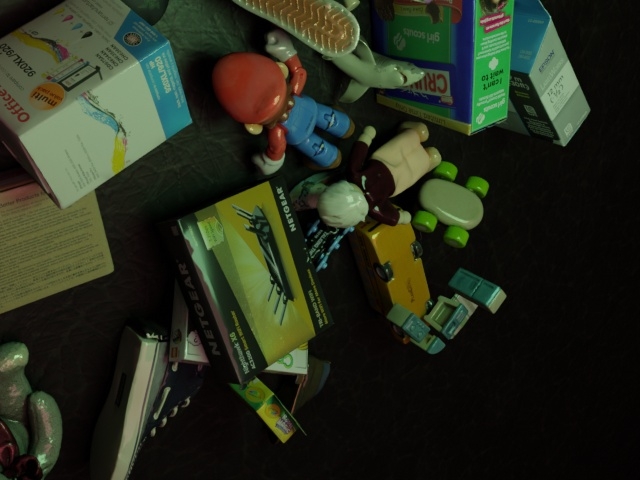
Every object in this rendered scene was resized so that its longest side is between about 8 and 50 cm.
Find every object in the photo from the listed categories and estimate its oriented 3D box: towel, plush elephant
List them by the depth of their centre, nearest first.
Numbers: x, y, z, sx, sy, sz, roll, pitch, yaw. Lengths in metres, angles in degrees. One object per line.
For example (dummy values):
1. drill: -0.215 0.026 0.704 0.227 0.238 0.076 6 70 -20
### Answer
1. plush elephant: -0.507 0.385 1.094 0.272 0.255 0.330 -30 127 -25
2. towel: 0.374 0.181 1.877 0.152 0.023 0.113 -50 135 -11

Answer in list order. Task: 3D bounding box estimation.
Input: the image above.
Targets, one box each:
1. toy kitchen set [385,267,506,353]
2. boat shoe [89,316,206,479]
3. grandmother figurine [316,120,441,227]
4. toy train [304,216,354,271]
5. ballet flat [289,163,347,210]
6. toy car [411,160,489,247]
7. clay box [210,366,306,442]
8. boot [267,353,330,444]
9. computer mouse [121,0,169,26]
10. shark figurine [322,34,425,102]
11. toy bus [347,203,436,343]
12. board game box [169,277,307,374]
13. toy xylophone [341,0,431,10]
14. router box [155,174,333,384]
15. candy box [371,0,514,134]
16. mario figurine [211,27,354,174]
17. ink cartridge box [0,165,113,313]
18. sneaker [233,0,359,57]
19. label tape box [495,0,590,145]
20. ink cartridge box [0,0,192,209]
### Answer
1. toy kitchen set: 0.274 0.142 1.521 0.207 0.122 0.166 -53 134 -7
2. boat shoe: -0.312 0.315 1.301 0.158 0.127 0.340 12 99 -40
3. grandmother figurine: 0.116 -0.118 1.380 0.342 0.104 0.208 -35 92 -43
4. toy train: 0.000 0.000 1.423 0.080 0.105 0.184 37 71 -1
5. ballet flat: 0.020 -0.107 1.411 0.188 0.070 0.070 -30 127 -24
6. toy car: 0.267 -0.062 1.563 0.149 0.188 0.155 26 73 -2
7. clay box: -0.127 0.314 1.392 0.053 0.222 0.127 -43 131 -14
8. boot: -0.046 0.359 1.579 0.106 0.082 0.219 10 103 -39
9. computer mouse: -0.307 -0.410 0.986 0.188 0.072 0.272 -49 133 -10
10. shark figurine: 0.052 -0.377 1.301 0.278 0.166 0.116 41 49 -18
11. toy bus: 0.160 0.074 1.569 0.108 0.130 0.332 -36 130 -21
12. board game box: -0.146 0.150 1.349 0.305 0.053 0.193 17 68 -44
13. toy xylophone: 0.088 -0.523 1.127 0.081 0.236 0.322 -28 93 -50
14. router box: -0.127 0.065 1.263 0.243 0.081 0.309 -29 105 -39
15. candy box: 0.219 -0.387 1.290 0.122 0.268 0.317 -25 125 -28
16. mario figurine: -0.082 -0.243 1.249 0.320 0.170 0.198 26 53 -53
17. ink cartridge box: -0.455 -0.007 1.057 0.235 0.088 0.193 -22 122 -29
18. sneaker: -0.071 -0.404 1.140 0.302 0.121 0.108 36 101 -13
19. label tape box: 0.381 -0.364 1.446 0.115 0.249 0.348 -54 134 -5
20. ink cartridge box: -0.333 -0.199 0.965 0.233 0.171 0.168 -40 157 -19
